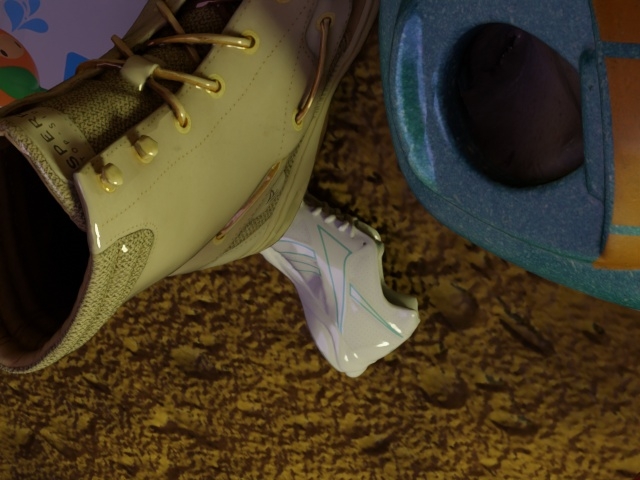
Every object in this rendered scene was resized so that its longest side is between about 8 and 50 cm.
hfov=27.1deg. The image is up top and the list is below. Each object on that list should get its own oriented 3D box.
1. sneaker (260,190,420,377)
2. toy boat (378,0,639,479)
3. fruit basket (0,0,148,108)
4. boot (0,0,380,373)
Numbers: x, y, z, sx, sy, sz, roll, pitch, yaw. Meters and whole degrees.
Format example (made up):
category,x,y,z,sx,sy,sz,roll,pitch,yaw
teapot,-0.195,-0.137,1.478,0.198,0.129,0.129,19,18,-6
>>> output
category,x,y,z,sx,sy,sz,roll,pitch,yaw
sneaker,0.000,0.000,0.740,0.061,0.053,0.152,-32,99,21
toy boat,0.127,0.007,0.522,0.267,0.148,0.318,10,116,48
fruit basket,-0.233,-0.209,0.647,0.353,0.165,0.327,29,135,7
boot,-0.065,-0.081,0.581,0.095,0.203,0.262,29,120,19
